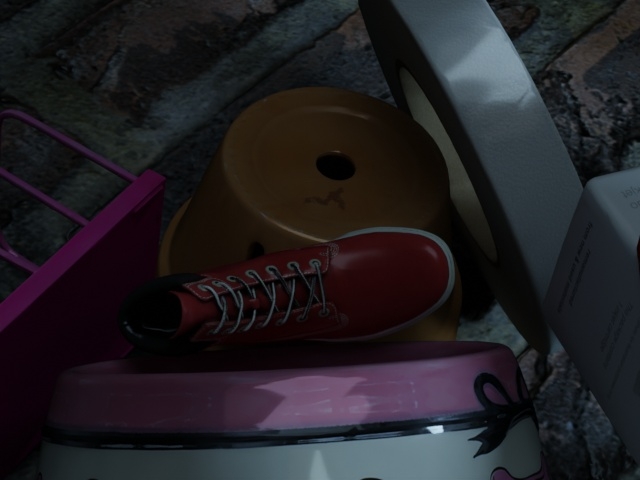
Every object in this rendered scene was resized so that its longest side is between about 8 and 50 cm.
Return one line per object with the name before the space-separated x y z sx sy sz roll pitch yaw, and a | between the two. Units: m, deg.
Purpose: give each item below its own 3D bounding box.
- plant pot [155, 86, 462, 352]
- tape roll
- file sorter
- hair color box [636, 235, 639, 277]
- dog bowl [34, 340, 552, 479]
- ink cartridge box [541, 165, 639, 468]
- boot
plant pot | 0.000 0.000 1.639 0.291 0.203 0.291 6 46 -7
tape roll | 0.143 -0.084 1.626 0.072 0.392 0.392 -27 54 -2
file sorter | -0.292 0.056 1.527 0.182 0.202 0.290 29 48 17
hair color box | 0.298 0.030 1.206 0.167 0.053 0.093 5 47 0
dog bowl | -0.022 0.158 1.350 0.408 0.408 0.150 -3 90 -15
ink cartridge box | 0.377 0.111 1.291 0.279 0.160 0.384 -13 52 -22
boot | -0.026 0.045 1.417 0.244 0.176 0.088 -11 88 18
